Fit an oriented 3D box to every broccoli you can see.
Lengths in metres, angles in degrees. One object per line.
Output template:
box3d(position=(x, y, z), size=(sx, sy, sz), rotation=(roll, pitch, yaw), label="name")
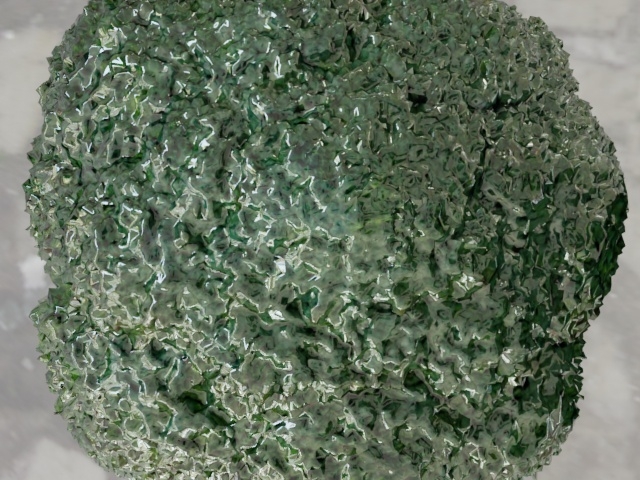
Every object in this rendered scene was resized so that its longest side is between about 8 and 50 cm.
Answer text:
box3d(position=(0.000, 0.000, 0.833), size=(0.297, 0.297, 0.298), rotation=(1, 79, -6), label="broccoli")
